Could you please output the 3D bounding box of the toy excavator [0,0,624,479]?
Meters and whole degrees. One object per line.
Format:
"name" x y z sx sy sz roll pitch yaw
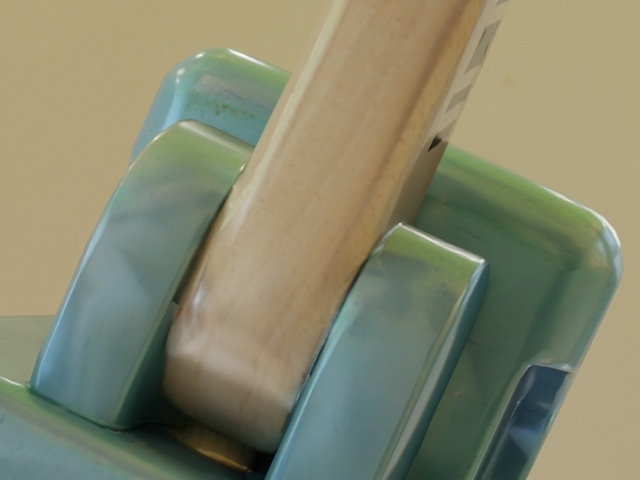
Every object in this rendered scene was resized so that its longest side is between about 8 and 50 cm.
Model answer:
"toy excavator" 0.000 0.000 0.430 0.222 0.433 0.445 23 -89 11
